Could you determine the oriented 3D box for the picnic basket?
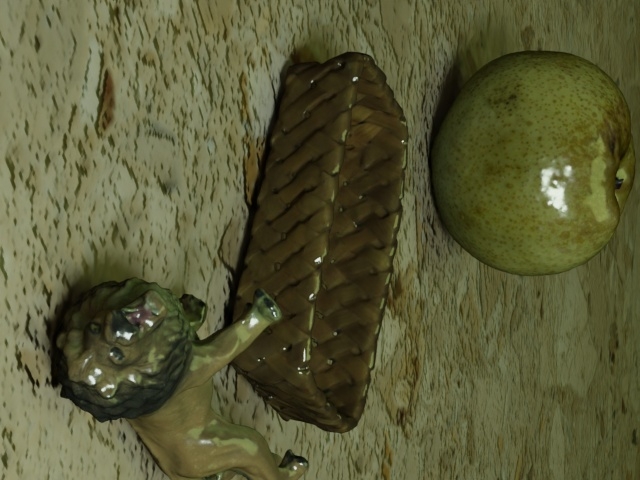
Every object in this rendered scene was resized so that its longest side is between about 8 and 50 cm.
[{"bbox_3d":[0.000,0.000,0.819,0.110,0.055,0.193,54,44,-58],"label":"picnic basket"}]

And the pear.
[{"bbox_3d":[0.156,-0.056,1.107,0.167,0.137,0.167,9,90,-70],"label":"pear"}]

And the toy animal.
[{"bbox_3d":[-0.052,0.064,0.684,0.086,0.069,0.220,-57,145,-14],"label":"toy animal"}]
